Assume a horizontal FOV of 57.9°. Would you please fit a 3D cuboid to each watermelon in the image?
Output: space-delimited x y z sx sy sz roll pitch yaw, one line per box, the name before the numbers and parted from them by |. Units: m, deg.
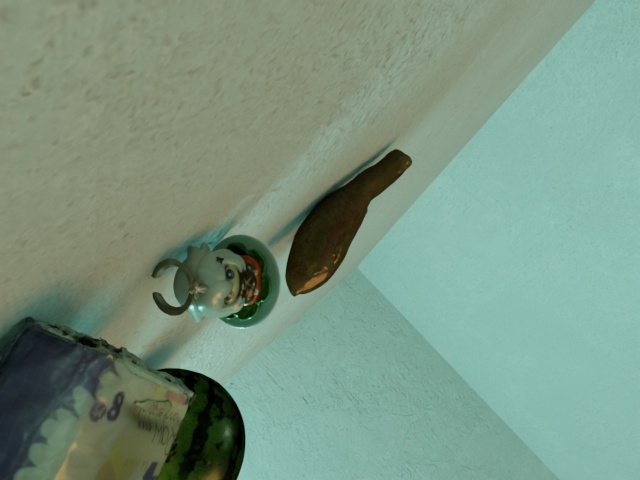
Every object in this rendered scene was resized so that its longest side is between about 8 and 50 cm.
watermelon | -0.279 0.386 1.093 0.285 0.285 0.285 -43 172 -7

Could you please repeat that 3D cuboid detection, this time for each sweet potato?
sweet potato | 0.045 -0.052 1.115 0.385 0.109 0.109 -53 177 -22

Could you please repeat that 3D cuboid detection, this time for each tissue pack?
tissue pack | -0.269 0.267 0.556 0.242 0.125 0.343 74 35 -65

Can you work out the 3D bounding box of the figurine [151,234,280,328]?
figurine | -0.141 0.056 0.728 0.132 0.132 0.154 -46 160 20
